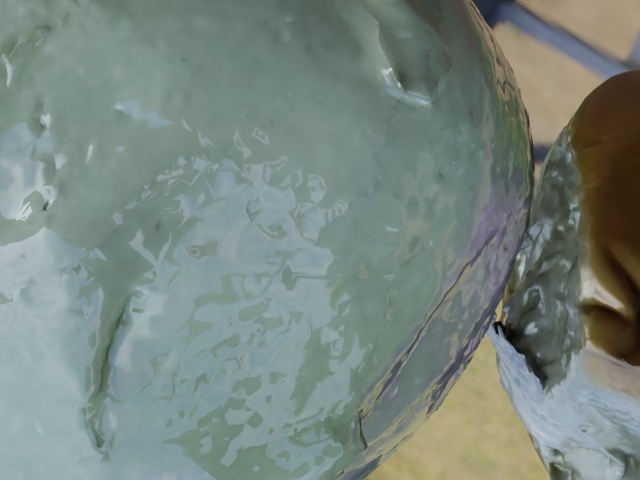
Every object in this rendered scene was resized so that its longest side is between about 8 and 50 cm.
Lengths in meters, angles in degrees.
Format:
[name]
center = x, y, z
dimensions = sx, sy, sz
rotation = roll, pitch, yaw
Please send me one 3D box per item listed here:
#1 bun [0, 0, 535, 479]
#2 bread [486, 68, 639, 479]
[bun]
center = -0.085, 0.025, 0.499
dimensions = 0.293, 0.187, 0.293
rotation = 6, 157, 3
[bread]
center = 0.220, 0.060, 1.028
dimensions = 0.279, 0.250, 0.225
rotation = 31, 137, -14
